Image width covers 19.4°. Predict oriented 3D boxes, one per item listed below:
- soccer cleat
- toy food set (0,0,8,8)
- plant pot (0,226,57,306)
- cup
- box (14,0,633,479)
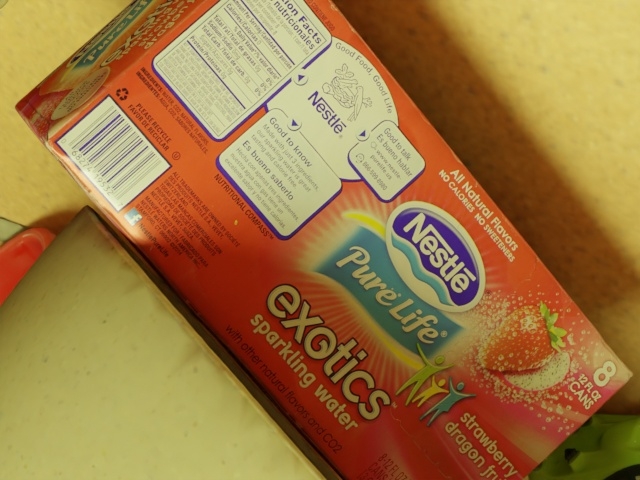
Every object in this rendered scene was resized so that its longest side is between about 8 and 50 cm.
[{"bbox_3d":[0.177,0.115,0.907,0.072,0.060,0.179,43,153,-26],"label":"soccer cleat"},{"bbox_3d":[-0.186,-0.149,0.937,0.082,0.020,0.083,37,146,-1],"label":"toy food set"},{"bbox_3d":[-0.144,0.169,1.085,0.243,0.275,0.275,38,147,-17],"label":"plant pot"},{"bbox_3d":[-0.079,0.186,0.828,0.331,0.237,0.331,47,176,4],"label":"cup"},{"bbox_3d":[0.000,0.000,0.824,0.257,0.128,0.122,49,176,-18],"label":"box"}]
